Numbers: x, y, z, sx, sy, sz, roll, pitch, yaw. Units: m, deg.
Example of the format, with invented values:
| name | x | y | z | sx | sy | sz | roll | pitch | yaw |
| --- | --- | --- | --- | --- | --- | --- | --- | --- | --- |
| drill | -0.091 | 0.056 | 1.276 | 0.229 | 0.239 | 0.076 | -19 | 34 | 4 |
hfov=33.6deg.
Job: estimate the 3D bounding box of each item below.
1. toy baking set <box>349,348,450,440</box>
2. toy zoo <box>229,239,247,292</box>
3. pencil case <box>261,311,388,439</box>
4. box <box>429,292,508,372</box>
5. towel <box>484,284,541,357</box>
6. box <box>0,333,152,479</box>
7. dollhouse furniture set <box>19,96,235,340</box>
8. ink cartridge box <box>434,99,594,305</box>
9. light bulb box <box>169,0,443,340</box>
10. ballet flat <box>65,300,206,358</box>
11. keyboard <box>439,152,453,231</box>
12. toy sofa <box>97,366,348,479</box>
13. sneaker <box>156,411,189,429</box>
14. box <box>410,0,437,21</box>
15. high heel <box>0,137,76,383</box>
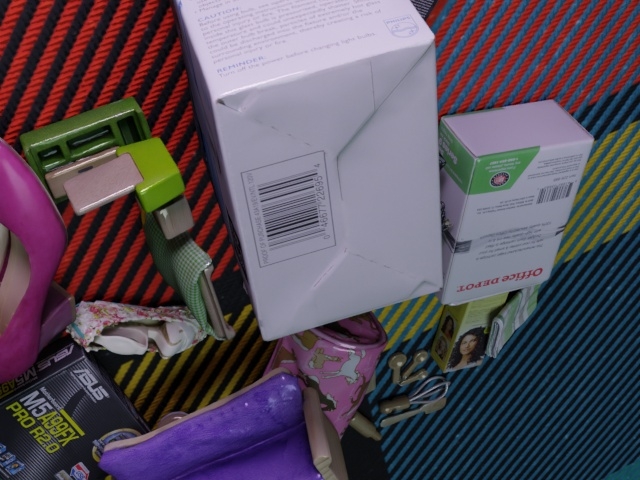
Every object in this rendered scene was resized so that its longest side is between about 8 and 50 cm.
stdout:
| name | x | y | z | sx | sy | sz | roll | pitch | yaw |
| --- | --- | --- | --- | --- | --- | --- | --- | --- | --- |
| toy baking set | 0.143 | 0.296 | 1.959 | 0.197 | 0.030 | 0.256 | -36 | 137 | 2 |
| toy zoo | 0.000 | 0.000 | 1.608 | 0.293 | 0.030 | 0.192 | -1 | 128 | -30 |
| pencil case | -0.032 | 0.264 | 1.735 | 0.160 | 0.167 | 0.386 | -14 | 135 | -46 |
| box | 0.266 | 0.127 | 1.862 | 0.087 | 0.058 | 0.232 | -9 | 131 | -25 |
| towel | 0.350 | 0.131 | 1.889 | 0.152 | 0.023 | 0.113 | -42 | 152 | -31 |
| box | -0.399 | 0.282 | 1.601 | 0.216 | 0.060 | 0.270 | -28 | 137 | -5 |
| dollhouse furniture set | -0.239 | 0.003 | 1.346 | 0.151 | 0.197 | 0.301 | -25 | 136 | -12 |
| ink cartridge box | 0.275 | -0.057 | 1.654 | 0.211 | 0.121 | 0.289 | -11 | 133 | -22 |
| light bulb box | -0.026 | -0.151 | 1.204 | 0.225 | 0.361 | 0.357 | -15 | 134 | -8 |
| ballet flat | -0.255 | 0.139 | 1.548 | 0.241 | 0.077 | 0.091 | 5 | 125 | -34 |
| keyboard | 0.065 | -0.017 | 1.563 | 0.201 | 0.033 | 0.317 | 35 | 107 | -24 |
| toy sofa | -0.151 | 0.355 | 1.594 | 0.363 | 0.150 | 0.177 | -25 | 126 | 8 |
| sneaker | -0.208 | 0.400 | 1.807 | 0.099 | 0.153 | 0.282 | -21 | 105 | -2 |
| box | 0.104 | -0.333 | 1.374 | 0.116 | 0.029 | 0.162 | 10 | 121 | -35 |
| high heel | -0.407 | 0.043 | 1.301 | 0.181 | 0.127 | 0.377 | -42 | 147 | -30 |
